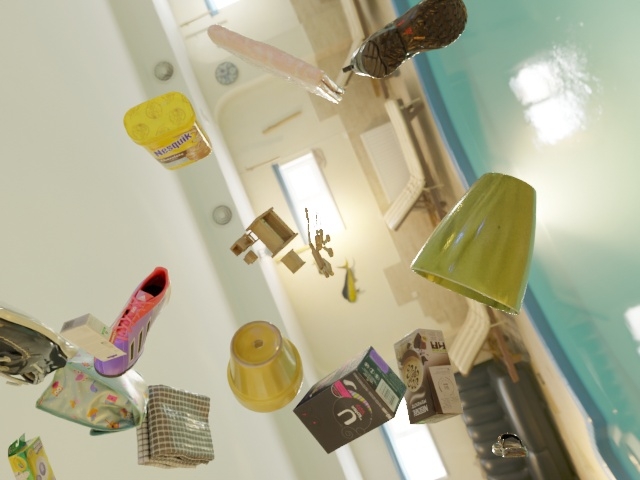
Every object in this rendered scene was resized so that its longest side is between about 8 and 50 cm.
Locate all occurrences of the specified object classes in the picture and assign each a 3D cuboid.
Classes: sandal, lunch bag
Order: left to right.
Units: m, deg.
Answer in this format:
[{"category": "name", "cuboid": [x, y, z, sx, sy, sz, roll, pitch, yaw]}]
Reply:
[{"category": "lunch bag", "cuboid": [-0.616, 0.433, 1.249, 0.262, 0.160, 0.223, 30, 170, -14]}, {"category": "sandal", "cuboid": [0.568, 0.615, 1.332, 0.219, 0.090, 0.060, 51, -151, -64]}]

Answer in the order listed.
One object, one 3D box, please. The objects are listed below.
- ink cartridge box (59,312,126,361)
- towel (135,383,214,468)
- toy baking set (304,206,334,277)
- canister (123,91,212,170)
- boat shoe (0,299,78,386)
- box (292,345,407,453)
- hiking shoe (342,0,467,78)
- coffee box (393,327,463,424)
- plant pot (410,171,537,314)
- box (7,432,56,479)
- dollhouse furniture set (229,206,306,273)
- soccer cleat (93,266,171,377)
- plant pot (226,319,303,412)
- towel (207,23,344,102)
[{"category": "ink cartridge box", "cuboid": [-0.435, 0.190, 0.856, 0.029, 0.063, 0.115, -96, -19, -46]}, {"category": "towel", "cuboid": [-0.469, 0.615, 1.456, 0.284, 0.121, 0.235, 43, -163, -51]}, {"category": "toy baking set", "cuboid": [0.000, 0.006, 1.561, 0.196, 0.030, 0.256, 101, 148, -46]}, {"category": "canister", "cuboid": [-0.294, -0.210, 0.881, 0.170, 0.126, 0.073, 87, 159, -80]}, {"category": "boat shoe", "cuboid": [-0.381, 0.132, 0.549, 0.095, 0.079, 0.254, 36, 152, -3]}, {"category": "box", "cuboid": [0.083, 0.454, 1.257, 0.165, 0.270, 0.143, 50, -152, 4]}, {"category": "hiking shoe", "cuboid": [0.142, -0.351, 0.754, 0.114, 0.227, 0.086, 36, 153, 60]}, {"category": "coffee box", "cuboid": [0.378, 0.488, 1.582, 0.168, 0.119, 0.297, 128, 143, -48]}, {"category": "plant pot", "cuboid": [0.407, -0.008, 1.092, 0.275, 0.293, 0.275, 24, 177, 1]}, {"category": "box", "cuboid": [-0.744, 0.592, 1.143, 0.105, 0.043, 0.179, 171, 77, -77]}, {"category": "dollhouse furniture set", "cuboid": [-0.137, 0.027, 1.270, 0.182, 0.161, 0.101, 47, -143, -1]}, {"category": "soccer cleat", "cuboid": [-0.470, 0.196, 1.120, 0.318, 0.109, 0.116, -75, 7, -53]}, {"category": "plant pot", "cuboid": [-0.187, 0.389, 1.430, 0.239, 0.254, 0.254, 87, 167, -48]}, {"category": "towel", "cuboid": [-0.106, -0.490, 1.246, 0.332, 0.053, 0.317, 25, -166, 9]}]
